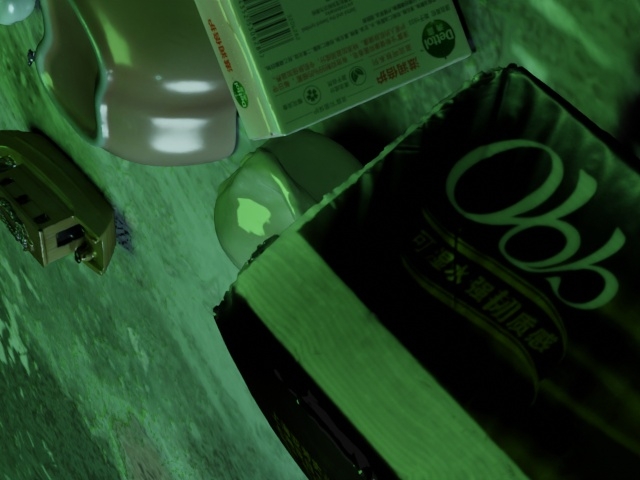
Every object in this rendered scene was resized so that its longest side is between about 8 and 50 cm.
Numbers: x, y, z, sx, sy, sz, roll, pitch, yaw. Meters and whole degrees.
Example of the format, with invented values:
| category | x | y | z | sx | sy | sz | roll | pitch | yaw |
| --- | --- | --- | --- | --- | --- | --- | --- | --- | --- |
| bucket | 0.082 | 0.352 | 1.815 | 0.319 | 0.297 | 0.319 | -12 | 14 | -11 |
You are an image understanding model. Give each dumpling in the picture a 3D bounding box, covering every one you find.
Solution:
| category | x | y | z | sx | sy | sz | roll | pitch | yaw |
| --- | --- | --- | --- | --- | --- | --- | --- | --- | --- |
| dumpling | -0.001 | 0.000 | 1.061 | 0.134 | 0.100 | 0.169 | 48 | 155 | 5 |

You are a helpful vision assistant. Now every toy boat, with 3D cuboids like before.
| category | x | y | z | sx | sy | sz | roll | pitch | yaw |
| --- | --- | --- | --- | --- | --- | --- | --- | --- | --- |
| toy boat | -0.249 | -0.036 | 1.530 | 0.200 | 0.077 | 0.057 | 43 | 149 | 38 |

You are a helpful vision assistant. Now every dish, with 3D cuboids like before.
| category | x | y | z | sx | sy | sz | roll | pitch | yaw |
| --- | --- | --- | --- | --- | --- | --- | --- | --- | --- |
| dish | -0.143 | -0.140 | 1.214 | 0.213 | 0.090 | 0.213 | 44 | 149 | 36 |

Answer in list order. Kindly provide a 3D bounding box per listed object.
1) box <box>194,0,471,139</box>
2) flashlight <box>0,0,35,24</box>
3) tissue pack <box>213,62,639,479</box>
| category | x | y | z | sx | sy | sz | roll | pitch | yaw |
| --- | --- | --- | --- | --- | --- | --- | --- | --- | --- |
| box | 0.007 | -0.114 | 0.904 | 0.043 | 0.125 | 0.089 | -3 | 109 | 65 |
| flashlight | -0.273 | -0.270 | 1.404 | 0.093 | 0.047 | 0.200 | 31 | 141 | 51 |
| tissue pack | 0.142 | 0.126 | 0.730 | 0.370 | 0.198 | 0.210 | 47 | 168 | 33 |
